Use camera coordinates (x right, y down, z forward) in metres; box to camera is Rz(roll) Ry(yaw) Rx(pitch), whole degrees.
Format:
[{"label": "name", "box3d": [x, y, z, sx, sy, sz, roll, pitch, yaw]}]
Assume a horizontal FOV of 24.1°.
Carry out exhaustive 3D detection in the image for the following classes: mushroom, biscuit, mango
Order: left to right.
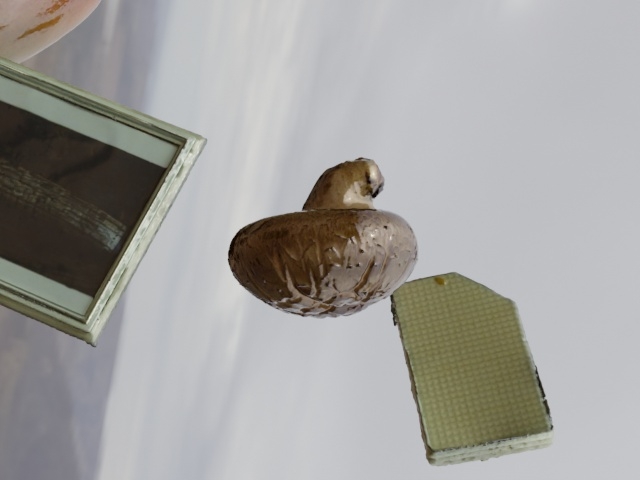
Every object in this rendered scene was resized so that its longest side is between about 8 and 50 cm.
[{"label": "mango", "box3d": [-0.347, -0.236, 1.569, 0.289, 0.129, 0.146, -44, -153, -26]}, {"label": "mushroom", "box3d": [0.004, 0.008, 0.913, 0.085, 0.109, 0.126, 56, -5, 0]}, {"label": "biscuit", "box3d": [0.173, 0.144, 1.763, 0.052, 0.150, 0.252, 79, -2, -51]}]

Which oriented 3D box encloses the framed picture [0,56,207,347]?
[{"label": "framed picture", "box3d": [-0.285, -0.056, 1.398, 0.018, 0.293, 0.231, 87, 27, -66]}]
